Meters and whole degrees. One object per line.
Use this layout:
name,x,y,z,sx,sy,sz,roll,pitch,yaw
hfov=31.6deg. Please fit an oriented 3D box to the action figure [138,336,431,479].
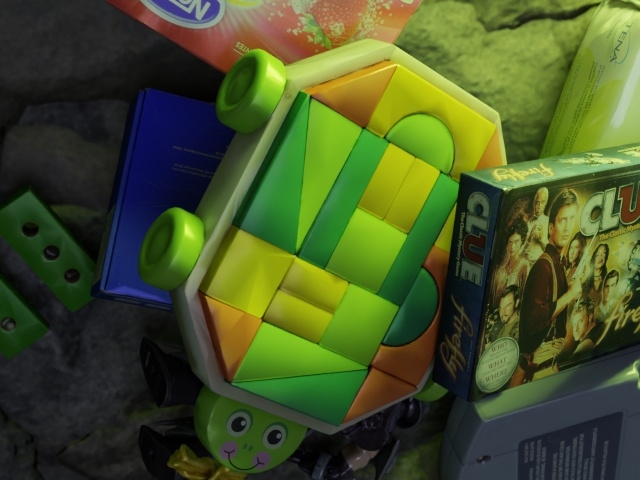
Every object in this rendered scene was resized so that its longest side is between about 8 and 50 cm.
action figure,-0.016,0.143,1.010,0.285,0.099,0.185,2,104,-28

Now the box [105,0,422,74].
box,-0.088,-0.225,0.820,0.300,0.154,0.142,30,104,-22

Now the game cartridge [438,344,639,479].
game cartridge,0.209,0.214,1.055,0.196,0.060,0.294,-18,137,-8

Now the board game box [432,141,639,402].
board game box,0.195,0.016,0.865,0.243,0.042,0.165,-12,116,-37

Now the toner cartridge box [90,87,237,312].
toner cartridge box,0.000,0.000,0.933,0.348,0.075,0.165,13,81,-16

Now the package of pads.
package of pads,0.301,-0.047,1.000,0.229,0.101,0.296,13,107,-18

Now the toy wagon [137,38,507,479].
toy wagon,0.004,0.036,0.813,0.267,0.068,0.344,26,91,-32

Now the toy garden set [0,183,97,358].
toy garden set,-0.330,0.025,0.924,0.244,0.049,0.204,-35,116,4
